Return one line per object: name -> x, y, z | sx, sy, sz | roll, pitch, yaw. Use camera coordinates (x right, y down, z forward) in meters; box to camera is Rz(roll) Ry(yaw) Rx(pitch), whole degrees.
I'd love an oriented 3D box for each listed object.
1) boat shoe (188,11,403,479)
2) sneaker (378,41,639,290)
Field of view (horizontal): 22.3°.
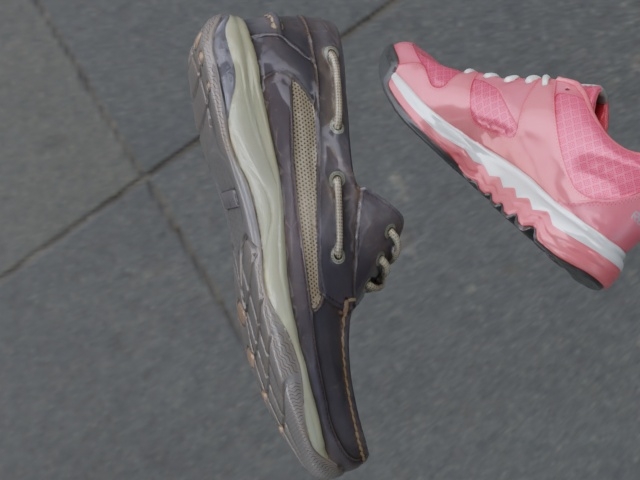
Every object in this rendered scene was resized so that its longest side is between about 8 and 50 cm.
boat shoe -> 0.000, 0.000, 1.205 | 0.130, 0.132, 0.355 | -13, 97, -12
sneaker -> 0.179, -0.093, 1.401 | 0.136, 0.116, 0.314 | -47, 57, 5
